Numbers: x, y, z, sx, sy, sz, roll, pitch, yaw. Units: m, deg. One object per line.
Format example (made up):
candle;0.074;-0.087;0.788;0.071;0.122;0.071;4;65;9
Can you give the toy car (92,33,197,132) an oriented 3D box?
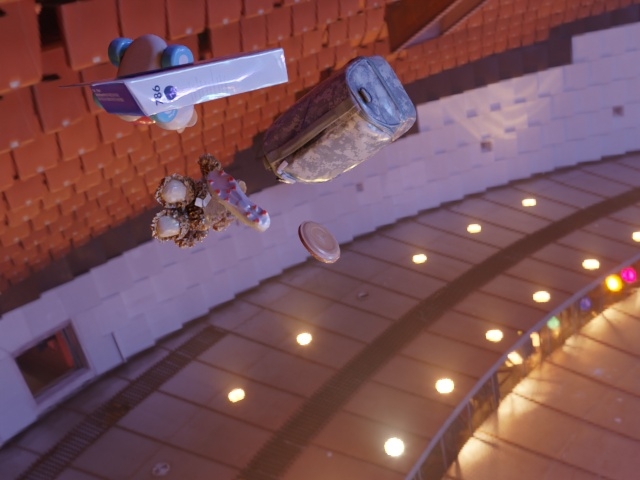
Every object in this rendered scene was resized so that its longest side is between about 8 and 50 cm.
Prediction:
toy car;-0.377;-0.358;1.542;0.219;0.210;0.238;16;176;29

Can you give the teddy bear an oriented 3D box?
teddy bear;-0.325;-0.096;1.640;0.113;0.245;0.338;11;-152;24

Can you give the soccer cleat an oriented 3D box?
soccer cleat;-0.201;-0.090;1.528;0.196;0.076;0.068;42;-111;11

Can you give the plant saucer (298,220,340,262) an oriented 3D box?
plant saucer;0.000;0.000;1.038;0.013;0.083;0.083;-44;-171;30

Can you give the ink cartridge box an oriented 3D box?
ink cartridge box;-0.233;-0.254;1.034;0.332;0.065;0.165;-21;-157;-33

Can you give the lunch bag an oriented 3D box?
lunch bag;0.032;-0.266;1.463;0.305;0.213;0.256;-30;180;33
